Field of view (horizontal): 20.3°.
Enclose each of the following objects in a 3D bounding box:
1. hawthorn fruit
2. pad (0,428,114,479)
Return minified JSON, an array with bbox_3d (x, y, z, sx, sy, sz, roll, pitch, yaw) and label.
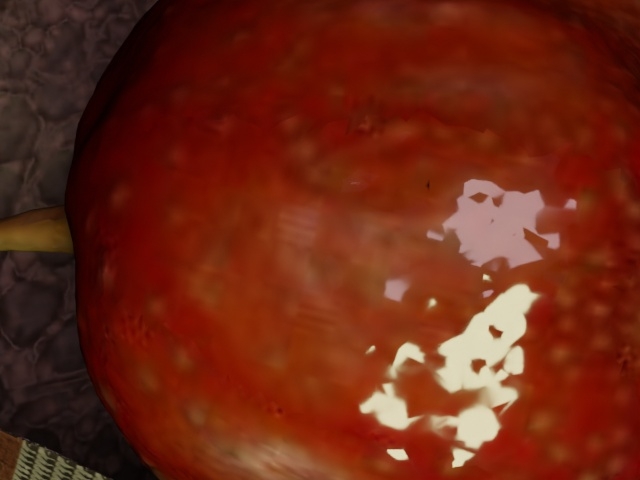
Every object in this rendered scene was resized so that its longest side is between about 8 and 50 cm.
[{"bbox_3d":[0.000,0.000,0.744,0.330,0.287,0.287,2,88,6],"label":"hawthorn fruit"},{"bbox_3d":[-0.066,0.129,0.693,0.250,0.323,0.055,25,73,-1],"label":"pad"}]
